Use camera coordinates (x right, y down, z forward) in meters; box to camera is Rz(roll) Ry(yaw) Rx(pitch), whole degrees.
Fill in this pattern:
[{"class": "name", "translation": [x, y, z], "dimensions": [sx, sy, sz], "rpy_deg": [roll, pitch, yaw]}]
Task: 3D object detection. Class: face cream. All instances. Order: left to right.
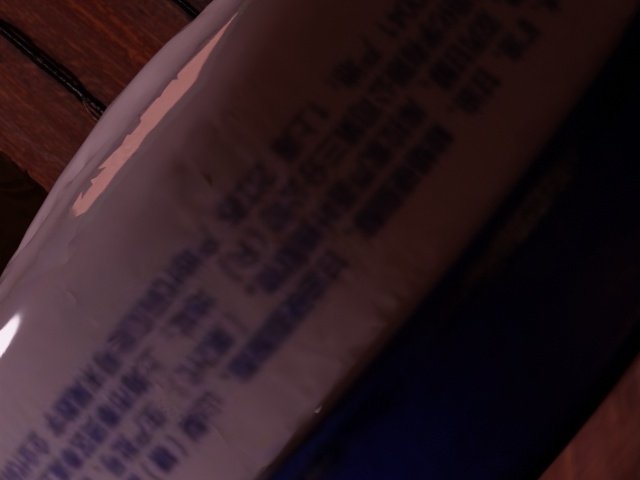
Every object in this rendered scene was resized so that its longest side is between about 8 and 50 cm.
[{"class": "face cream", "translation": [0.000, 0.000, 0.403], "dimensions": [0.206, 0.111, 0.206], "rpy_deg": [-51, 1, 2]}]

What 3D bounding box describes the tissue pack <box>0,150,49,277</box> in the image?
[{"class": "tissue pack", "translation": [-0.250, 0.176, 0.849], "dimensions": [0.382, 0.228, 0.293], "rpy_deg": [-51, 4, 21]}]
